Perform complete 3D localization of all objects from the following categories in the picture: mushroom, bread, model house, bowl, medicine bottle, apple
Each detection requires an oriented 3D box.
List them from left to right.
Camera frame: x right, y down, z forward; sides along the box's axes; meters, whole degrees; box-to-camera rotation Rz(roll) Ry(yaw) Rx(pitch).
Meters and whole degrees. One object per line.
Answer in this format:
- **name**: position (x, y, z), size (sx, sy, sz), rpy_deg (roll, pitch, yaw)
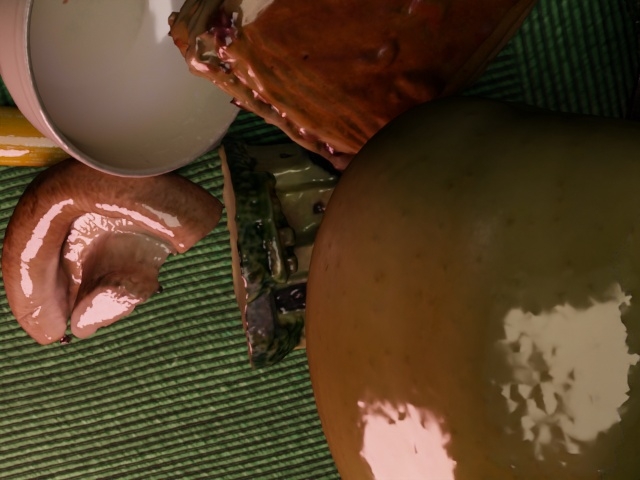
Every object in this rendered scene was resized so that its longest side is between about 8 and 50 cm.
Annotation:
- **medicine bottle**: position (-0.319, -0.107, 1.536), size (0.218, 0.074, 0.074), rpy_deg (3, 112, -5)
- **mushroom**: position (-0.241, -0.005, 1.521), size (0.285, 0.156, 0.151), rpy_deg (-32, 119, 32)
- **bowl**: position (-0.202, -0.206, 1.435), size (0.277, 0.145, 0.277), rpy_deg (-17, 115, -41)
- **model house**: position (0.000, 0.000, 1.540), size (0.189, 0.195, 0.214), rpy_deg (-8, 115, -8)
- **bread**: position (0.040, -0.247, 1.422), size (0.324, 0.167, 0.277), rpy_deg (-48, 130, 12)
- **apple**: position (0.210, 0.081, 1.350), size (0.473, 0.473, 0.474), rpy_deg (-1, 112, -3)

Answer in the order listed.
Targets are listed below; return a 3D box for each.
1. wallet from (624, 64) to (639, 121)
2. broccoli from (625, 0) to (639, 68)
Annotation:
- **wallet**: position (0.438, -0.133, 1.564), size (0.230, 0.042, 0.124), rpy_deg (11, 105, 3)
- **broccoli**: position (0.440, -0.248, 1.409), size (0.297, 0.297, 0.297), rpy_deg (5, 76, -18)
